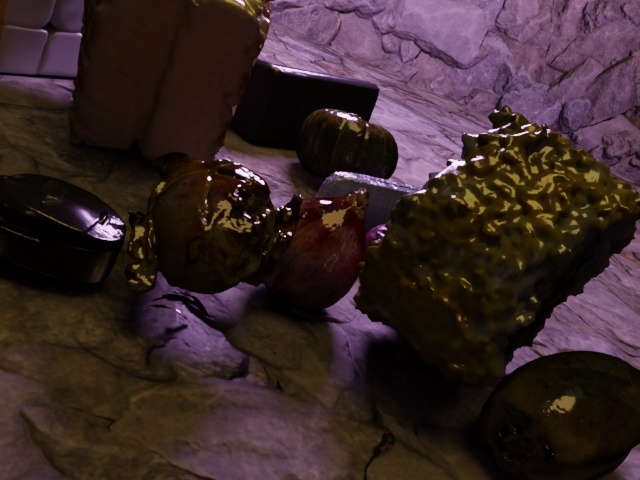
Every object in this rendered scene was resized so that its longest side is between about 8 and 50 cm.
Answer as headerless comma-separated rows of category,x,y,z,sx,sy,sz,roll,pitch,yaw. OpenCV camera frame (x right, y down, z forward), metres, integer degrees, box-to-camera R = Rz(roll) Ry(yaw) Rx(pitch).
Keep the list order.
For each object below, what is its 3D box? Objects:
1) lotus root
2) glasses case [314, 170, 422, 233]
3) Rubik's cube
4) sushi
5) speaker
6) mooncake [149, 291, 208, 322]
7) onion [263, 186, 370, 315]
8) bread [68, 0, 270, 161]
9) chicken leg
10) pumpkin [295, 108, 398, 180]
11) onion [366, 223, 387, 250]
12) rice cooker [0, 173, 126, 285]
lotus root,0.320,0.216,0.912,0.275,0.151,0.160,1,29,-43
glasses case,0.116,-0.059,1.344,0.283,0.109,0.067,8,30,-32
Rubik's cube,-0.562,-0.513,1.419,0.292,0.291,0.290,38,27,26
sushi,0.231,0.026,0.967,0.240,0.351,0.396,43,7,20
speaker,-0.069,-0.322,1.645,0.388,0.180,0.184,0,28,-44
mooncake,-0.147,0.034,0.981,0.150,0.057,0.347,6,21,-11
onion,0.000,0.000,1.003,0.159,0.195,0.159,34,23,-17
bread,-0.260,-0.372,1.221,0.280,0.371,0.390,9,47,-22
chicken leg,-0.131,-0.050,0.931,0.212,0.140,0.361,5,25,-7
pumpkin,0.053,-0.187,1.497,0.224,0.157,0.223,17,8,-3
onion,0.119,0.017,1.199,0.115,0.104,0.115,-3,56,5
rice cooker,-0.314,-0.011,0.838,0.165,0.106,0.112,15,25,-12
